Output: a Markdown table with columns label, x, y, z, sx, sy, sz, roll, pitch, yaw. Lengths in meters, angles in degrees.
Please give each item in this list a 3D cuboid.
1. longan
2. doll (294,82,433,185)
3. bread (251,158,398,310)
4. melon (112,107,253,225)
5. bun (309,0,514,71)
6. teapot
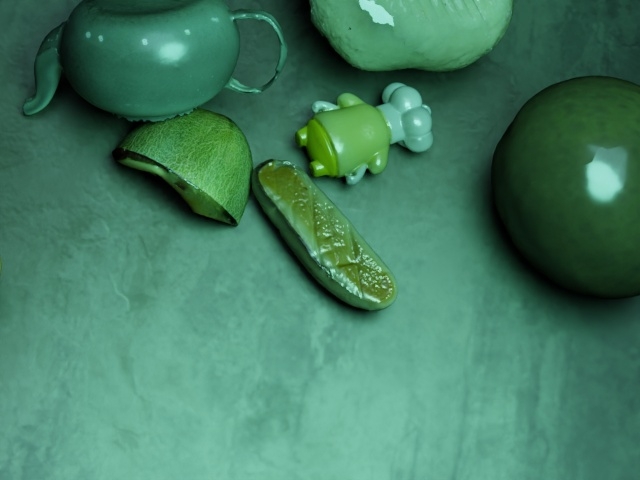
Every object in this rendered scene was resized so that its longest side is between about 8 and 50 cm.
| label | x | y | z | sx | sy | sz | roll | pitch | yaw |
| --- | --- | --- | --- | --- | --- | --- | --- | --- | --- |
| longan | 0.309 | -0.057 | 1.566 | 0.248 | 0.248 | 0.248 | 4 | 68 | -10 |
| doll | 0.054 | -0.123 | 1.623 | 0.162 | 0.062 | 0.106 | -20 | 79 | -17 |
| bread | 0.000 | -0.001 | 1.570 | 0.073 | 0.053 | 0.214 | -35 | 77 | -25 |
| melon | -0.137 | -0.098 | 1.566 | 0.160 | 0.079 | 0.128 | 29 | 68 | 1 |
| bun | 0.090 | -0.310 | 1.650 | 0.273 | 0.168 | 0.272 | 7 | 69 | -19 |
| teapot | -0.182 | -0.201 | 1.552 | 0.294 | 0.129 | 0.193 | -2 | 28 | 1 |
